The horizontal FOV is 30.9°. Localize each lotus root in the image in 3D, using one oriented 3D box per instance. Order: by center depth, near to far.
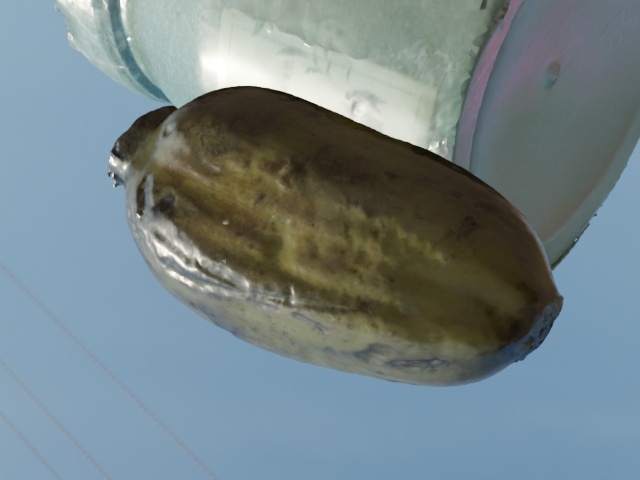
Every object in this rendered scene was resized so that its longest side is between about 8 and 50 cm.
[{"bbox_3d":[0.000,0.000,0.414,0.179,0.089,0.080,24,-177,22],"label":"lotus root"}]

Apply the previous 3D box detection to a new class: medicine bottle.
[{"bbox_3d":[0.021,-0.134,0.631,0.290,0.245,0.245,28,-144,30],"label":"medicine bottle"}]
